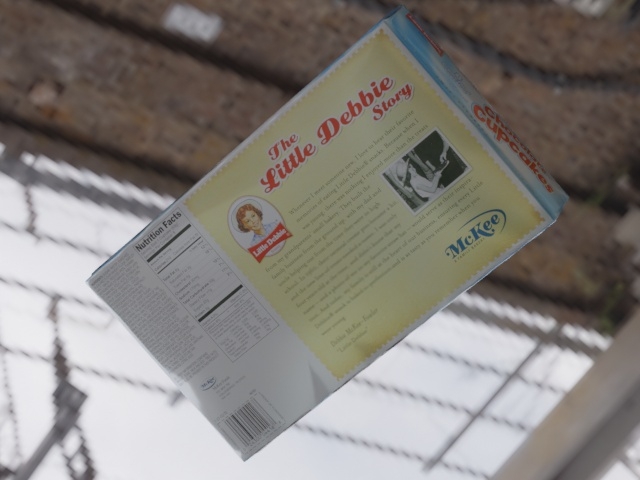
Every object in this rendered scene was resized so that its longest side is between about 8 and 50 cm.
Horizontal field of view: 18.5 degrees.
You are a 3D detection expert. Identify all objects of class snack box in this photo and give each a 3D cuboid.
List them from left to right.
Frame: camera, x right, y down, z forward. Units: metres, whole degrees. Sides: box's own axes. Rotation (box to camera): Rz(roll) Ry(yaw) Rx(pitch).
[{"bbox_3d":[0.000,0.000,1.444,0.187,0.322,0.060,49,-155,-3],"label":"snack box"}]
